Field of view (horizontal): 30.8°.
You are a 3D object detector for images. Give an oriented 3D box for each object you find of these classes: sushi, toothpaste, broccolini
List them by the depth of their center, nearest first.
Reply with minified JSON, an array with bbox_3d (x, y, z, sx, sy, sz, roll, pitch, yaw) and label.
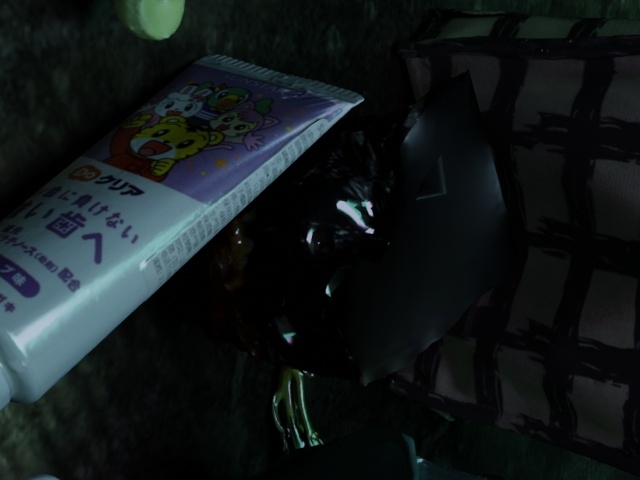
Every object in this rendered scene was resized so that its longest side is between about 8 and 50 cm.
[{"bbox_3d":[-0.104,-0.008,0.583,0.299,0.114,0.073,-47,140,-34],"label":"toothpaste"},{"bbox_3d":[0.000,0.000,0.685,0.172,0.151,0.153,-54,138,-35],"label":"sushi"},{"bbox_3d":[-0.007,0.082,0.796,0.052,0.054,0.194,-5,100,-36],"label":"broccolini"}]

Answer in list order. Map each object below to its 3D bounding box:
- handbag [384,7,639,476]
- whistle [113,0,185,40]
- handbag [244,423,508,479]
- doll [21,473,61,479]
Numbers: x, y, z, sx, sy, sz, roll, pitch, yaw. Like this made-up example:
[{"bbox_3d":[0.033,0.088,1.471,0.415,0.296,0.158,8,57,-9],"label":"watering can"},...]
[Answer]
[{"bbox_3d":[0.213,0.000,0.845,0.163,0.327,0.325,-11,107,-56],"label":"handbag"},{"bbox_3d":[-0.049,-0.225,0.602,0.288,0.106,0.131,-58,146,-30],"label":"whistle"},{"bbox_3d":[-0.012,0.274,0.617,0.089,0.238,0.326,27,55,-26],"label":"handbag"},{"bbox_3d":[-0.151,0.214,0.536,0.257,0.161,0.215,19,95,-40],"label":"doll"}]
